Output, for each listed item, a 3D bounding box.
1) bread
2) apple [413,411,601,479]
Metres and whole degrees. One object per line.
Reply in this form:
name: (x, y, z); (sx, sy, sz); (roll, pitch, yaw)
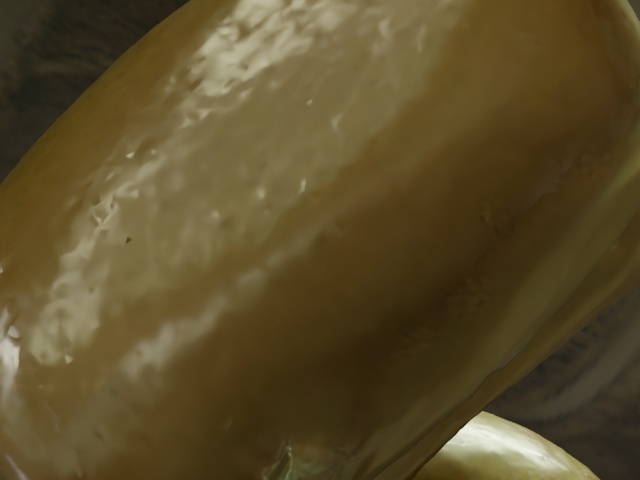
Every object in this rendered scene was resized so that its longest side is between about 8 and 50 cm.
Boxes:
bread: (0.000, 0.000, 0.858); (0.376, 0.348, 0.253); (-41, -104, -2)
apple: (0.057, 0.244, 1.090); (0.299, 0.275, 0.299); (2, -97, -15)
